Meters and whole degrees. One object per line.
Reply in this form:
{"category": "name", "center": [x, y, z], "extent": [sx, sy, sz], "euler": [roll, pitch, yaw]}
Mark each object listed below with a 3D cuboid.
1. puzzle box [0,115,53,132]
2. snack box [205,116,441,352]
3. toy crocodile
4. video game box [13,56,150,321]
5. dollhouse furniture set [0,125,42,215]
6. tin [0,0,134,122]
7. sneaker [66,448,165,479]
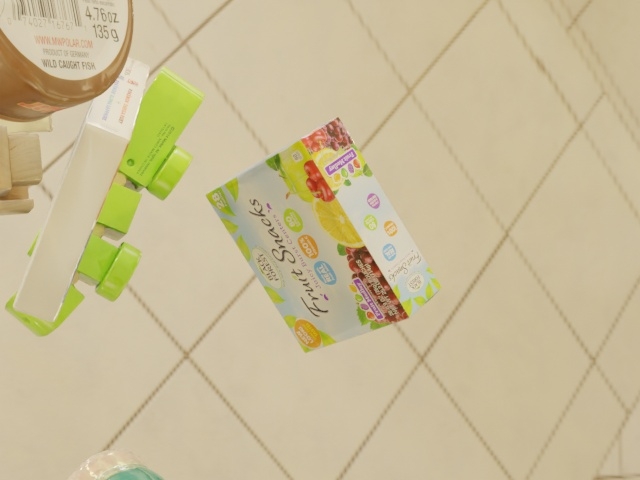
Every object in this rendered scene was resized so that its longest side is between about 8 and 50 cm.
{"category": "puzzle box", "center": [-0.630, -0.288, 1.745], "extent": [0.409, 0.052, 0.272], "euler": [-4, 91, -7]}
{"category": "snack box", "center": [0.000, 0.000, 1.166], "extent": [0.070, 0.174, 0.207], "euler": [-36, 98, -41]}
{"category": "toy crocodile", "center": [-0.239, -0.045, 1.276], "extent": [0.115, 0.105, 0.340], "euler": [30, 75, -14]}
{"category": "video game box", "center": [-0.224, -0.054, 1.068], "extent": [0.048, 0.205, 0.187], "euler": [20, 27, -15]}
{"category": "dollhouse furniture set", "center": [-0.268, -0.170, 0.724], "extent": [0.174, 0.355, 0.303], "euler": [-5, 87, -20]}
{"category": "tin", "center": [-0.125, -0.143, 0.446], "extent": [0.106, 0.040, 0.189], "euler": [-13, 92, -66]}
{"category": "sneaker", "center": [-0.191, 0.318, 0.866], "extent": [0.108, 0.121, 0.302], "euler": [20, 97, -41]}
